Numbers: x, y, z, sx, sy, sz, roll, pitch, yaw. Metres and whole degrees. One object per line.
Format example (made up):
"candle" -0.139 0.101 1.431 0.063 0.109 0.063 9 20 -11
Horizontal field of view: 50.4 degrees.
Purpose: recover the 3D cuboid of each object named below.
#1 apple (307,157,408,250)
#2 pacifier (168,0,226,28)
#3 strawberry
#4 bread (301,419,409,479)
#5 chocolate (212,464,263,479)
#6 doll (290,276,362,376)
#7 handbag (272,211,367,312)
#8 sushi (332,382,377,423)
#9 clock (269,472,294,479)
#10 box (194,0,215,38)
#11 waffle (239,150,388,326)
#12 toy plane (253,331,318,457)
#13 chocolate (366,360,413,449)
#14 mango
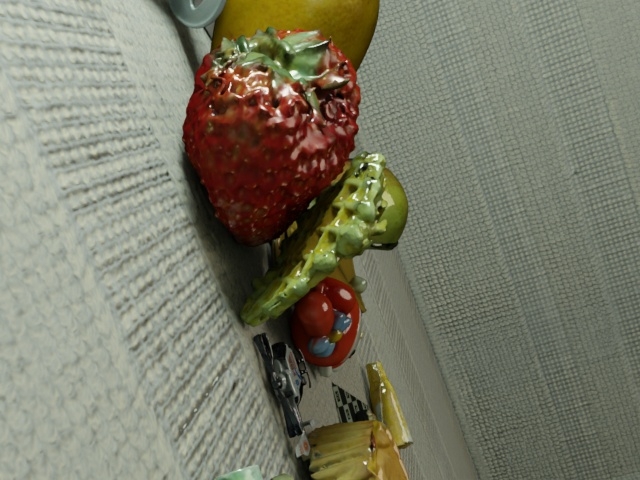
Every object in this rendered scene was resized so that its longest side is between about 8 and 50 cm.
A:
"apple" 0.070 -0.069 1.302 0.207 0.174 0.188 56 17 21
"pacifier" -0.240 -0.483 1.073 0.207 0.227 0.279 -15 85 -38
"strawberry" -0.088 -0.140 1.060 0.351 0.267 0.312 100 17 -47
"bread" 0.073 0.421 1.089 0.274 0.149 0.274 55 21 -34
"chocolate" -0.053 0.387 0.709 0.110 0.110 0.291 36 35 -70
"doll" 0.011 0.152 1.234 0.290 0.130 0.161 79 25 -59
"handbag" -0.019 -0.040 1.427 0.283 0.133 0.401 46 29 -45
"sushi" 0.105 0.419 1.464 0.279 0.043 0.192 50 25 -60
"clock" -0.013 0.388 0.783 0.235 0.029 0.235 163 -90 -72
"box" -0.172 -0.457 1.337 0.129 0.130 0.051 58 17 -47
"waffle" 0.000 0.000 1.063 0.073 0.297 0.317 39 31 -13
"toy plane" -0.049 0.237 1.058 0.078 0.053 0.197 8 63 -67
"chocolate" 0.158 0.403 1.662 0.085 0.085 0.219 46 24 -63
"mango" -0.052 -0.361 1.243 0.300 0.232 0.446 8 105 -45
